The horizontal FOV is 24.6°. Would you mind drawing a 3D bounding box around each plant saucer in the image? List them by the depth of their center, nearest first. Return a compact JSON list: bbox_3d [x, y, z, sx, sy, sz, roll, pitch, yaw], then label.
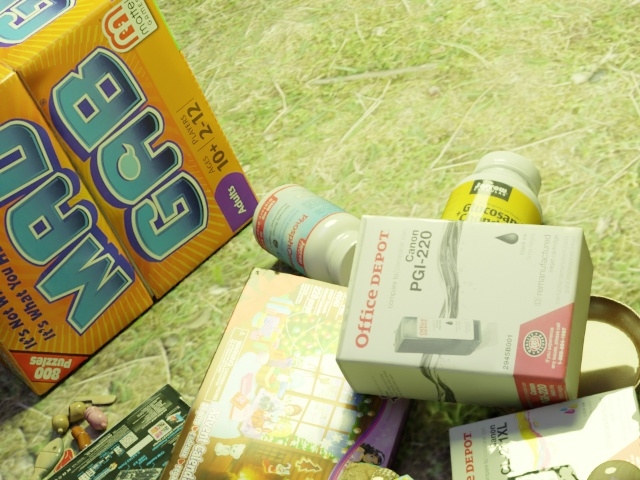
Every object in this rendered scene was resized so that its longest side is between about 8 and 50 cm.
[{"bbox_3d":[0.239,0.122,1.417,0.168,0.029,0.168,-17,39,14],"label":"plant saucer"}]

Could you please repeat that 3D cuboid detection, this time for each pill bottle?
[{"bbox_3d":[0.174,-0.006,1.539,0.103,0.103,0.184,-1,45,29],"label":"pill bottle"},{"bbox_3d":[0.000,0.000,1.646,0.087,0.087,0.160,-40,39,-17],"label":"pill bottle"}]

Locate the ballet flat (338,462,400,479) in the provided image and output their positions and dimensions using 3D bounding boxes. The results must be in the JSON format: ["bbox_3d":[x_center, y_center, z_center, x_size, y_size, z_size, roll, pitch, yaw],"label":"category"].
[{"bbox_3d":[0.002,0.285,1.284,0.067,0.073,0.206,31,85,41],"label":"ballet flat"}]

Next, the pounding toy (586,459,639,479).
[{"bbox_3d":[0.344,0.195,1.193,0.237,0.183,0.110,-33,5,4],"label":"pounding toy"}]

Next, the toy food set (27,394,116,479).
[{"bbox_3d":[-0.272,0.214,1.612,0.078,0.019,0.122,-5,43,25],"label":"toy food set"}]

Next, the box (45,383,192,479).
[{"bbox_3d":[-0.188,0.263,1.482,0.220,0.051,0.175,-39,40,-15],"label":"box"}]

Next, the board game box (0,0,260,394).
[{"bbox_3d":[-0.361,-0.111,1.762,0.356,0.356,0.356,-41,40,-17],"label":"board game box"}]

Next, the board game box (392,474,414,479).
[{"bbox_3d":[0.000,0.317,1.154,0.275,0.144,0.142,-17,30,-31],"label":"board game box"}]

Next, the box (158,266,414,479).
[{"bbox_3d":[-0.017,0.166,1.437,0.201,0.057,0.293,12,49,10],"label":"box"}]

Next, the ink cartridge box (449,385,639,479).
[{"bbox_3d":[0.207,0.215,1.293,0.175,0.072,0.127,-15,40,14],"label":"ink cartridge box"}]

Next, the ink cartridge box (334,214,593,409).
[{"bbox_3d":[0.136,0.067,1.378,0.217,0.092,0.159,3,65,19],"label":"ink cartridge box"}]
